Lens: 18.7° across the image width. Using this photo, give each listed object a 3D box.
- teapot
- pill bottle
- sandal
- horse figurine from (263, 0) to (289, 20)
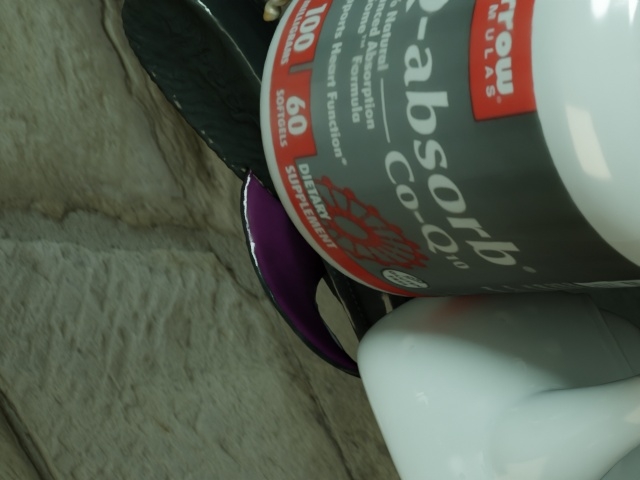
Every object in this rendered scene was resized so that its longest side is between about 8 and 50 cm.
[{"bbox_3d":[0.149,0.122,1.175,0.252,0.187,0.256,62,-176,-36],"label":"teapot"},{"bbox_3d":[0.145,-0.080,0.997,0.363,0.210,0.210,-6,120,56],"label":"pill bottle"},{"bbox_3d":[-0.002,0.000,1.395,0.446,0.107,0.167,48,151,1],"label":"sandal"},{"bbox_3d":[-0.040,-0.218,1.232,0.263,0.066,0.174,44,157,13],"label":"horse figurine"}]
